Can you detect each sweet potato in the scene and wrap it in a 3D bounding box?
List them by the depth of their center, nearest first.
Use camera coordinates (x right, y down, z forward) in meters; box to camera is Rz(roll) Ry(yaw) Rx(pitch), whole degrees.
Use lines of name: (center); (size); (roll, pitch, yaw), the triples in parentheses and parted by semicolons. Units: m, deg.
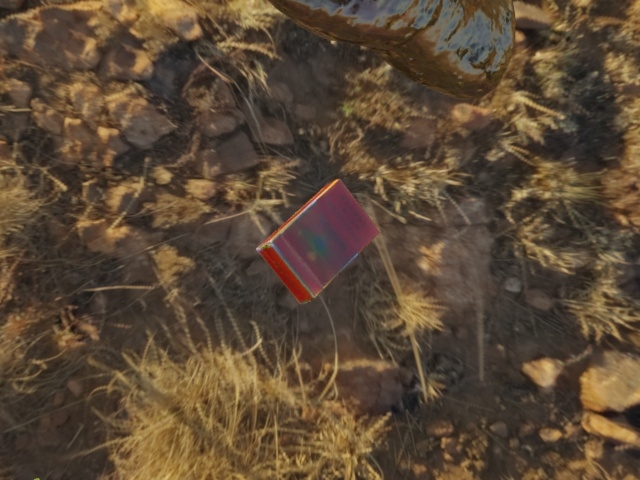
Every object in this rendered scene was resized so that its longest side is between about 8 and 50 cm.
sweet potato: (0.046, -0.238, 0.774); (0.336, 0.131, 0.131); (16, 94, -40)

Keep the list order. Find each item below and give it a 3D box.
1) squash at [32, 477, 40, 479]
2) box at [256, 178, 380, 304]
squash: (-0.363, 0.375, 1.073); (0.066, 0.066, 0.201); (11, 126, -1)
box: (-0.001, 0.000, 1.283); (0.175, 0.048, 0.112); (-43, 100, -33)
